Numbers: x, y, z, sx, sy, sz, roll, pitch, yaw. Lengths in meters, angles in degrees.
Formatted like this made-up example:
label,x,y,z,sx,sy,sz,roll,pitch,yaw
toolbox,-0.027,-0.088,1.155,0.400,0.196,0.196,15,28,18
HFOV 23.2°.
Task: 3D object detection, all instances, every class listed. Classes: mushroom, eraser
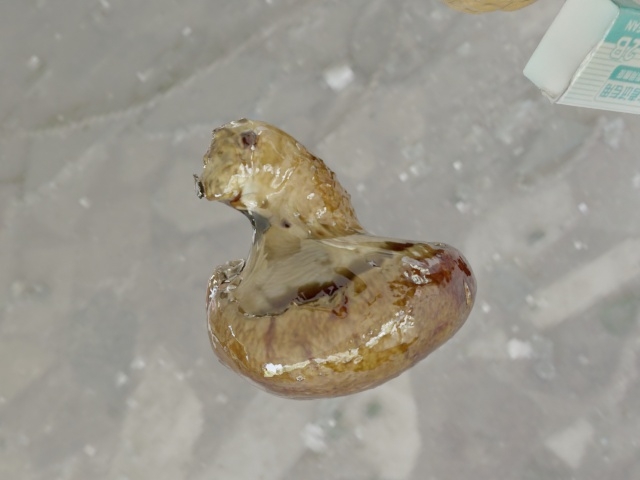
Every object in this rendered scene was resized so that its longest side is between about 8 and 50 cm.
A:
label,x,y,z,sx,sy,sz,roll,pitch,yaw
mushroom,0.013,0.035,1.407,0.267,0.255,0.267,-1,40,1
eraser,0.266,-0.155,1.296,0.052,0.225,0.096,47,119,32

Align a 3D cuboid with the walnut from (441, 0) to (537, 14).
label,x,y,z,sx,sy,sz,roll,pitch,yaw
walnut,0.186,-0.359,1.680,0.257,0.257,0.225,15,84,40
